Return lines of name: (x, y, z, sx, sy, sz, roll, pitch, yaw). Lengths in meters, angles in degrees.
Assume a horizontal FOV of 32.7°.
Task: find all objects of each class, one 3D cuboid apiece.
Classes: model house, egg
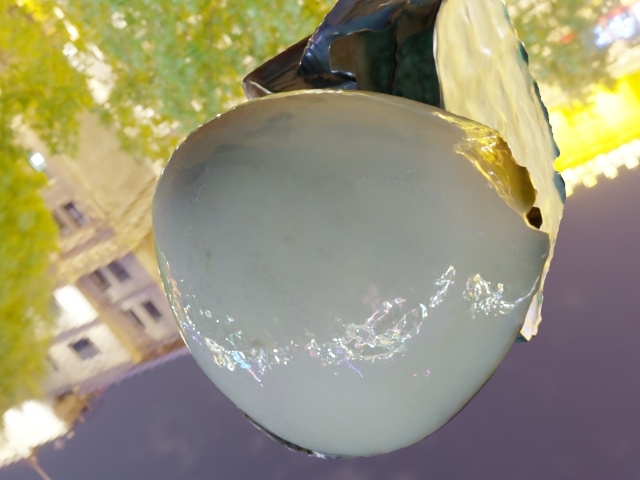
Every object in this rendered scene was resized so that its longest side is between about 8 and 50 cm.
model house: (0.029, -0.069, 1.021, 0.329, 0.295, 0.252, -8, -146, 33)
egg: (-0.003, 0.004, 0.741, 0.286, 0.174, 0.264, 23, -98, 43)
